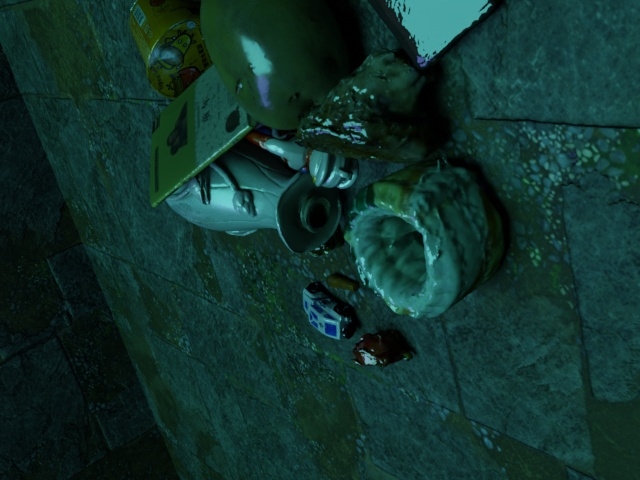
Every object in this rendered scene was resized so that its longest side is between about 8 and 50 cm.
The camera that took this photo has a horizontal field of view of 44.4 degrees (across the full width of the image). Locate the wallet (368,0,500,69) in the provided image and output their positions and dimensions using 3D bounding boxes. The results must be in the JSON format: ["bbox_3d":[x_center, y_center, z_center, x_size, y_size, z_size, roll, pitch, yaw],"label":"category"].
[{"bbox_3d":[0.148,-0.390,1.164,0.182,0.049,0.229,-37,84,41],"label":"wallet"}]

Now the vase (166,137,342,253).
[{"bbox_3d":[-0.162,-0.112,1.724,0.445,0.250,0.250,20,132,40],"label":"vase"}]

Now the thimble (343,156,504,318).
[{"bbox_3d":[0.176,-0.007,1.356,0.254,0.167,0.288,48,149,19],"label":"thimble"}]

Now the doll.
[{"bbox_3d":[-0.051,-0.190,1.537,0.384,0.188,0.099,33,117,50],"label":"doll"}]

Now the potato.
[{"bbox_3d":[-0.085,-0.357,1.401,0.326,0.221,0.243,64,160,2],"label":"potato"}]

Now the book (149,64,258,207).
[{"bbox_3d":[-0.247,-0.242,1.622,0.352,0.035,0.239,-31,50,37],"label":"book"}]

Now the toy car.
[{"bbox_3d":[0.016,0.175,1.858,0.171,0.070,0.080,36,142,38],"label":"toy car"}]

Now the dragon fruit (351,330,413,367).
[{"bbox_3d":[0.124,0.231,1.707,0.126,0.112,0.068,4,104,57],"label":"dragon fruit"}]

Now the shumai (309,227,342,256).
[{"bbox_3d":[0.000,0.000,1.721,0.082,0.080,0.083,54,152,16],"label":"shumai"}]

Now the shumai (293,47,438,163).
[{"bbox_3d":[0.090,-0.233,1.312,0.218,0.184,0.185,7,85,27],"label":"shumai"}]

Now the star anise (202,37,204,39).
[{"bbox_3d":[-0.188,-0.493,1.563,0.181,0.061,0.204,-31,87,20],"label":"star anise"}]

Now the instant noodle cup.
[{"bbox_3d":[-0.310,-0.443,1.709,0.172,0.216,0.215,55,151,29],"label":"instant noodle cup"}]

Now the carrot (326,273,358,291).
[{"bbox_3d":[0.048,0.097,1.783,0.093,0.032,0.032,14,126,49],"label":"carrot"}]
